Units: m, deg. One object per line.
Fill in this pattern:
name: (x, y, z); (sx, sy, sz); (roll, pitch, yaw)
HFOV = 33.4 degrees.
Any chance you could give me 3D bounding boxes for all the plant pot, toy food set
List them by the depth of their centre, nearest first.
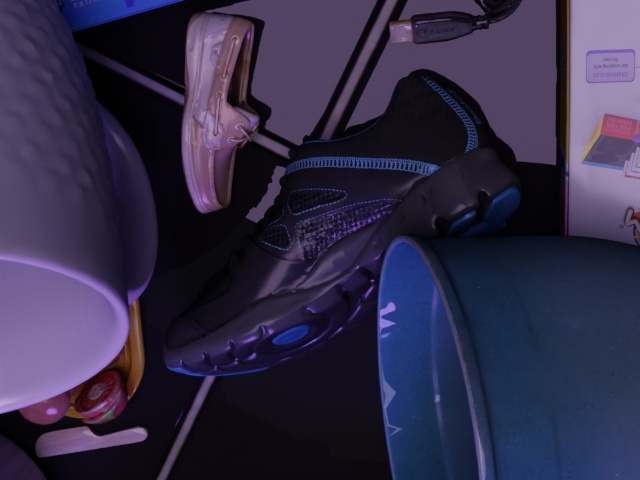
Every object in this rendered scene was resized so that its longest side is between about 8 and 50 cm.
plant pot: (0.193, 0.118, 0.754); (0.255, 0.271, 0.272); (-6, 102, -9)
toy food set: (-0.228, 0.105, 0.962); (0.128, 0.071, 0.218); (-3, 102, 9)

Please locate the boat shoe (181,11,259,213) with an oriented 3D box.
boat shoe: (-0.080, -0.105, 0.897); (0.059, 0.063, 0.170); (4, 102, 14)

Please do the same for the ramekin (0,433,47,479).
ramekin: (-0.365, 0.289, 0.996); (0.273, 0.127, 0.273); (2, 103, 9)

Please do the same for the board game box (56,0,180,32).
board game box: (-0.170, -0.256, 0.841); (0.210, 0.047, 0.160); (-6, 110, 31)

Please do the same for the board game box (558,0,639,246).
board game box: (0.309, -0.112, 0.835); (0.242, 0.064, 0.316); (0, 103, 9)

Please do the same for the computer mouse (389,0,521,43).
computer mouse: (0.040, -0.248, 0.852); (0.262, 0.060, 0.184); (-2, 98, -3)

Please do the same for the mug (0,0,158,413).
mug: (-0.262, -0.058, 0.784); (0.276, 0.374, 0.328); (-28, 60, 28)

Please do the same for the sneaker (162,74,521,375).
sneaker: (0.000, 0.000, 0.899); (0.341, 0.125, 0.140); (-33, 69, 17)
